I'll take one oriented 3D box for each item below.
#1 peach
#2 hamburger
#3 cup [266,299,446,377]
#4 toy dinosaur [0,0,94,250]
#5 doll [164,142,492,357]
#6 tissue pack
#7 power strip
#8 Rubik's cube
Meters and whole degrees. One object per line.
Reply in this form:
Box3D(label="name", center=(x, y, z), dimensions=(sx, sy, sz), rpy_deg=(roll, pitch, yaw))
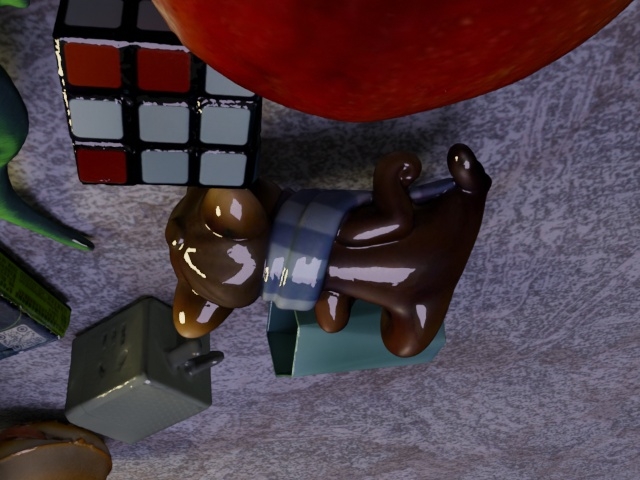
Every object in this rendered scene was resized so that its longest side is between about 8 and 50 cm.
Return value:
Box3D(label="peach", center=(0.044, -0.246, 0.381), dimensions=(0.388, 0.388, 0.388), rpy_deg=(-5, 141, -4))
Box3D(label="hamburger", center=(-0.480, 0.401, 1.261), dimensions=(0.237, 0.147, 0.237), rpy_deg=(-10, 146, -7))
Box3D(label="cup", center=(0.054, 0.128, 1.026), dimensions=(0.236, 0.134, 0.148), rpy_deg=(3, 112, -20))
Box3D(label="toy dinosaur", center=(-0.263, -0.108, 0.639), dimensions=(0.374, 0.144, 0.500), rpy_deg=(-2, 159, 29))
Box3D(label="doll", center=(0.001, -0.003, 0.805), dimensions=(0.340, 0.209, 0.318), rpy_deg=(4, 136, -10))
Box3D(label="tissue pack", center=(-0.462, 0.072, 0.919), dimensions=(0.173, 0.073, 0.235), rpy_deg=(-18, 139, 12))
Box3D(label="power strip", center=(-0.239, 0.179, 1.036), dimensions=(0.224, 0.140, 0.139), rpy_deg=(-29, 136, 22))
Box3D(label="Rubik's cube", center=(-0.132, -0.155, 0.629), dimensions=(0.163, 0.160, 0.162), rpy_deg=(1, 139, -11))
